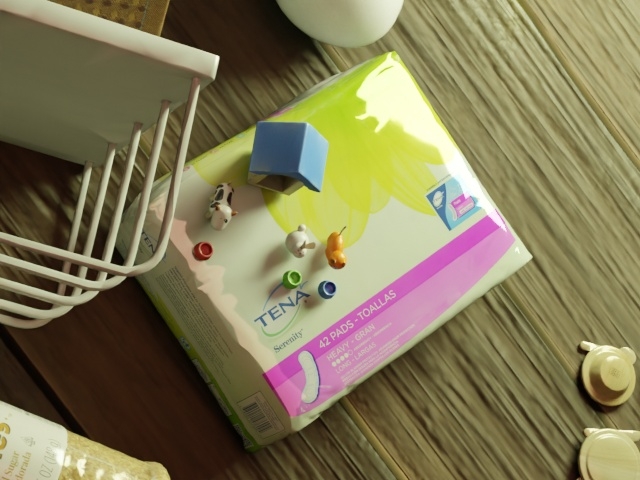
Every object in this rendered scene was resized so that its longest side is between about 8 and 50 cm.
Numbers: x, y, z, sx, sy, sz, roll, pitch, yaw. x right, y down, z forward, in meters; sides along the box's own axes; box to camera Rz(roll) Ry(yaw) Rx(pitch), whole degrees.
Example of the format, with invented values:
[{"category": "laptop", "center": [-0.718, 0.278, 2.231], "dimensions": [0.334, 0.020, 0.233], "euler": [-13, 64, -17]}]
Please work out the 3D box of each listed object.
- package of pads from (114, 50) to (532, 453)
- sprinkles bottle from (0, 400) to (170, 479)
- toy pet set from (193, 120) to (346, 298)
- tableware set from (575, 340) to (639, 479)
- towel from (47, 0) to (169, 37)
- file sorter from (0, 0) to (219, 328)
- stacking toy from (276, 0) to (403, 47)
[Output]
[{"category": "package of pads", "center": [0.000, 0.000, 1.645], "dimensions": [0.296, 0.101, 0.229], "euler": [-35, 92, -29]}, {"category": "sprinkles bottle", "center": [-0.289, 0.156, 1.453], "dimensions": [0.355, 0.121, 0.121], "euler": [24, 66, -18]}, {"category": "toy pet set", "center": [-0.023, -0.028, 1.548], "dimensions": [0.122, 0.065, 0.114], "euler": [16, 71, -19]}, {"category": "tableware set", "center": [0.291, 0.162, 1.782], "dimensions": [0.141, 0.020, 0.169], "euler": [10, 72, -20]}, {"category": "towel", "center": [-0.209, -0.323, 1.506], "dimensions": [0.271, 0.370, 0.040], "euler": [9, 36, -15]}, {"category": "file sorter", "center": [-0.227, -0.049, 1.458], "dimensions": [0.193, 0.277, 0.173], "euler": [17, 73, -20]}, {"category": "stacking toy", "center": [-0.063, -0.377, 1.659], "dimensions": [0.350, 0.350, 0.480], "euler": [-43, 113, -28]}]
